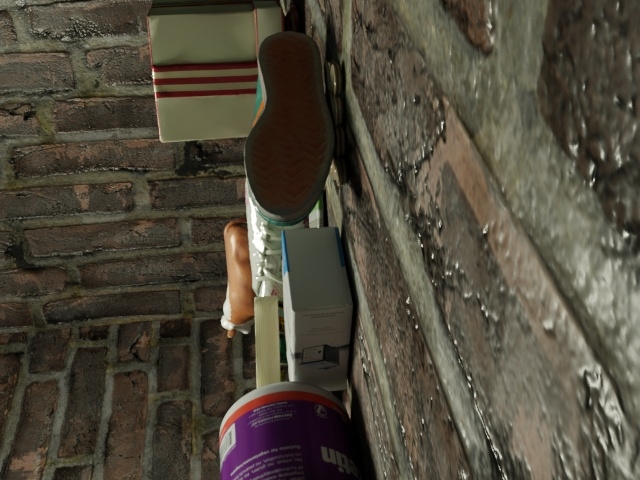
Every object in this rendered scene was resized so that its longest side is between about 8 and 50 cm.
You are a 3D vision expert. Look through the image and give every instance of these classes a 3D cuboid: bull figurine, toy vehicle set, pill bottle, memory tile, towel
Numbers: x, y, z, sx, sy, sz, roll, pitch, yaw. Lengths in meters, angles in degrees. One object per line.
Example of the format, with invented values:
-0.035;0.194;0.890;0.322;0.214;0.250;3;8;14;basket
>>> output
-0.143;0.093;1.905;0.101;0.188;0.310;-104;11;-62;bull figurine
-0.045;0.183;1.308;0.267;0.035;0.166;34;-128;-73;toy vehicle set
-0.030;0.339;1.006;0.323;0.182;0.181;-103;11;-55;pill bottle
0.018;-0.147;1.018;0.113;0.012;0.148;-114;20;-74;memory tile
0.000;0.000;1.289;0.113;0.023;0.152;174;94;-82;towel

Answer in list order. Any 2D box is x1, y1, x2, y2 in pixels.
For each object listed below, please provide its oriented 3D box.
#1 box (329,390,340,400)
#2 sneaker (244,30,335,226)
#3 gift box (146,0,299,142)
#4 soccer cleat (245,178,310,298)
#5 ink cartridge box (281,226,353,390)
0.016;0.276;1.265;0.116;0.029;0.162;91;171;-46;box
-0.037;-0.123;1.037;0.121;0.108;0.302;91;180;-52;sneaker
-0.166;-0.332;1.484;0.276;0.258;0.255;-103;10;-61;gift box
-0.067;0.019;1.410;0.143;0.116;0.331;-69;-24;-49;soccer cleat
-0.008;0.096;1.104;0.190;0.082;0.139;90;173;-48;ink cartridge box
